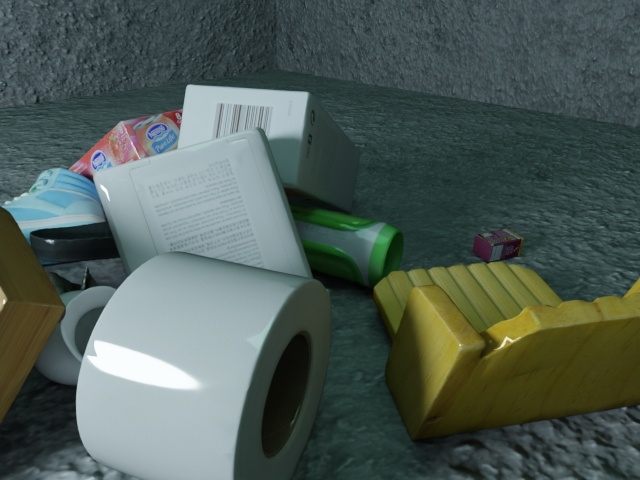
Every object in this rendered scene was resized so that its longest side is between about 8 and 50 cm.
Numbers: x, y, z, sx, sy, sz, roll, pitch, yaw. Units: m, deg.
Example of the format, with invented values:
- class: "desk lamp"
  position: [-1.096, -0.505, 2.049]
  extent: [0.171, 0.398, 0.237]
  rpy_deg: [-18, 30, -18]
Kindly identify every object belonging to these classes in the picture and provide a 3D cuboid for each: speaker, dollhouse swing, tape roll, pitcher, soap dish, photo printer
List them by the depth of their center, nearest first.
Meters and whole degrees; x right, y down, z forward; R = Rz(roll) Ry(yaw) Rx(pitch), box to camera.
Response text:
- class: "tape roll"
  position: [-0.106, 0.144, 0.539]
  extent: [0.169, 0.246, 0.246]
  rpy_deg: [10, 28, 18]
- class: "soap dish"
  position: [-0.415, 0.106, 0.548]
  extent: [0.229, 0.290, 0.118]
  rpy_deg: [42, 14, 30]
- class: "pitcher"
  position: [-0.286, 0.144, 0.655]
  extent: [0.207, 0.177, 0.125]
  rpy_deg: [-14, 28, 48]
- class: "dollhouse swing"
  position: [0.260, 0.067, 0.677]
  extent: [0.347, 0.315, 0.304]
  rpy_deg: [-5, 48, -9]
- class: "photo printer"
  position: [-0.156, 0.014, 0.737]
  extent: [0.256, 0.307, 0.107]
  rpy_deg: [-20, 3, -12]
- class: "speaker"
  position: [0.000, 0.000, 0.952]
  extent: [0.297, 0.131, 0.131]
  rpy_deg: [14, 30, 25]

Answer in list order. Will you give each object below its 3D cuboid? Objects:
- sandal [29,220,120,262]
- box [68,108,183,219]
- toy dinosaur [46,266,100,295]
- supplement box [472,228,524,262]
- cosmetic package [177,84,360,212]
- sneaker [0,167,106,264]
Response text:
- class: "sandal"
  position: [-0.307, -0.040, 0.960]
  extent: [0.168, 0.106, 0.446]
  rpy_deg: [12, 14, 39]
- class: "box"
  position: [-0.399, -0.154, 1.088]
  extent: [0.300, 0.142, 0.154]
  rpy_deg: [-17, 9, 44]
- class: "toy dinosaur"
  position: [-0.454, 0.107, 0.742]
  extent: [0.160, 0.120, 0.314]
  rpy_deg: [4, 20, 37]
- class: "supplement box"
  position: [0.367, 0.010, 1.031]
  extent: [0.083, 0.043, 0.055]
  rpy_deg: [-9, 29, -21]
- class: "cosmetic package"
  position: [-0.077, -0.166, 1.034]
  extent: [0.230, 0.161, 0.453]
  rpy_deg: [8, 0, 16]
- class: "sneaker"
  position: [-0.591, -0.052, 0.989]
  extent: [0.319, 0.127, 0.208]
  rpy_deg: [-2, 47, -25]
